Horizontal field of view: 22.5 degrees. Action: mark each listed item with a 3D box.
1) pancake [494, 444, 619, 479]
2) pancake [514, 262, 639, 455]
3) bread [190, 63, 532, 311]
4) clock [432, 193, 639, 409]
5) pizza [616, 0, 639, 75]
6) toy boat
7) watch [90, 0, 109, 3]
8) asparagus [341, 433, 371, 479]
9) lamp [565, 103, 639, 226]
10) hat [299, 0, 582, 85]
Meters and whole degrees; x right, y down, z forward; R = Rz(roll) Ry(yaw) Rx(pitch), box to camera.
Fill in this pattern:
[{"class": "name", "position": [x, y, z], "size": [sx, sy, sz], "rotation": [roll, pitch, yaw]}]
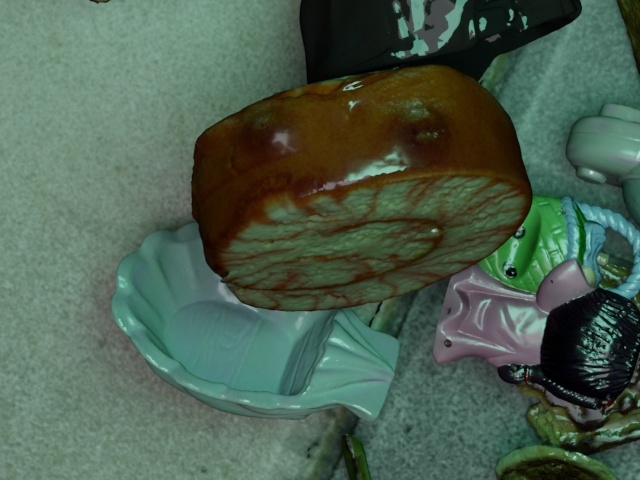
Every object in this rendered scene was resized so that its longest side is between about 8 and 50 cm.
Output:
[{"class": "pancake", "position": [0.242, 0.241, 1.651], "size": [0.129, 0.022, 0.116], "rotation": [-4, 146, 25]}, {"class": "pancake", "position": [0.307, 0.126, 1.627], "size": [0.257, 0.056, 0.212], "rotation": [13, 101, 7]}, {"class": "bread", "position": [0.035, -0.042, 1.426], "size": [0.295, 0.328, 0.114], "rotation": [-12, 70, 0]}, {"class": "clock", "position": [0.222, 0.053, 1.553], "size": [0.195, 0.100, 0.194], "rotation": [18, 92, 15]}, {"class": "pizza", "position": [0.323, -0.205, 1.413], "size": [0.087, 0.258, 0.268], "rotation": [-17, 106, 3]}, {"class": "toy boat", "position": [-0.071, 0.100, 1.593], "size": [0.290, 0.199, 0.100], "rotation": [22, 142, -1]}, {"class": "watch", "position": [-0.093, -0.268, 1.468], "size": [0.268, 0.165, 0.102], "rotation": [1, 104, 5]}, {"class": "asparagus", "position": [0.048, 0.309, 1.716], "size": [0.034, 0.027, 0.236], "rotation": [-4, 108, 10]}, {"class": "lamp", "position": [0.343, -0.045, 1.506], "size": [0.246, 0.179, 0.108], "rotation": [22, 83, 15]}, {"class": "hat", "position": [0.058, -0.217, 1.460], "size": [0.336, 0.238, 0.209], "rotation": [-34, 75, 49]}]
